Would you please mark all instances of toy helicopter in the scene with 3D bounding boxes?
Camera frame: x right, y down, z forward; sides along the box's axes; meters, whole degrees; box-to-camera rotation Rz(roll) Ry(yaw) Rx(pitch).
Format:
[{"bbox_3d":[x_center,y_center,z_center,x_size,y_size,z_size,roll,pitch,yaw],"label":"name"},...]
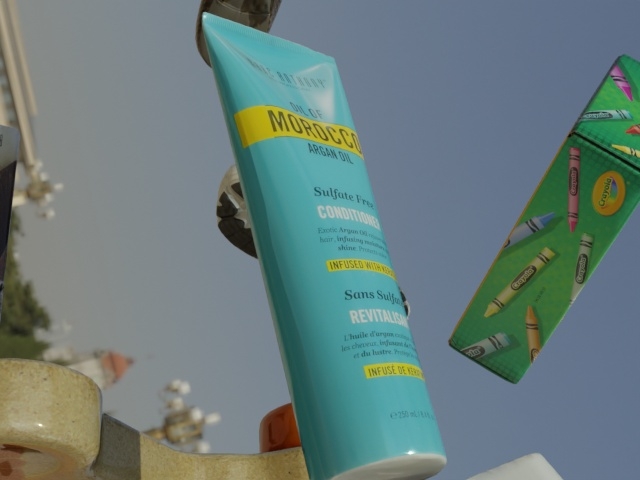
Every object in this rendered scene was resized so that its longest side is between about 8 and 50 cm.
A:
[{"bbox_3d":[-0.105,0.137,0.608,0.355,0.235,0.140,51,32,-58],"label":"toy helicopter"}]

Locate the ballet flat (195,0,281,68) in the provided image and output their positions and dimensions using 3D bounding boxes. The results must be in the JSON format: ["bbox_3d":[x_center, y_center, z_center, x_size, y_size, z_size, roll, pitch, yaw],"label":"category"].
[{"bbox_3d":[-0.039,-0.253,0.927,0.058,0.084,0.249,-106,-143,-65],"label":"ballet flat"}]

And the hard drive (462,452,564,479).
[{"bbox_3d":[0.153,0.304,0.730,0.353,0.233,0.047,49,-35,42],"label":"hard drive"}]

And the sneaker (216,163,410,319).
[{"bbox_3d":[0.001,0.004,1.316,0.279,0.107,0.118,44,23,-18],"label":"sneaker"}]

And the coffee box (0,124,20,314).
[{"bbox_3d":[-0.247,0.080,0.516,0.168,0.119,0.297,10,84,-64],"label":"coffee box"}]

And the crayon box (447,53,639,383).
[{"bbox_3d":[0.230,-0.016,1.067,0.081,0.165,0.278,31,-49,9],"label":"crayon box"}]

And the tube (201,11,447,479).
[{"bbox_3d":[0.000,0.000,0.474,0.052,0.080,0.207,-31,-119,32],"label":"tube"}]
